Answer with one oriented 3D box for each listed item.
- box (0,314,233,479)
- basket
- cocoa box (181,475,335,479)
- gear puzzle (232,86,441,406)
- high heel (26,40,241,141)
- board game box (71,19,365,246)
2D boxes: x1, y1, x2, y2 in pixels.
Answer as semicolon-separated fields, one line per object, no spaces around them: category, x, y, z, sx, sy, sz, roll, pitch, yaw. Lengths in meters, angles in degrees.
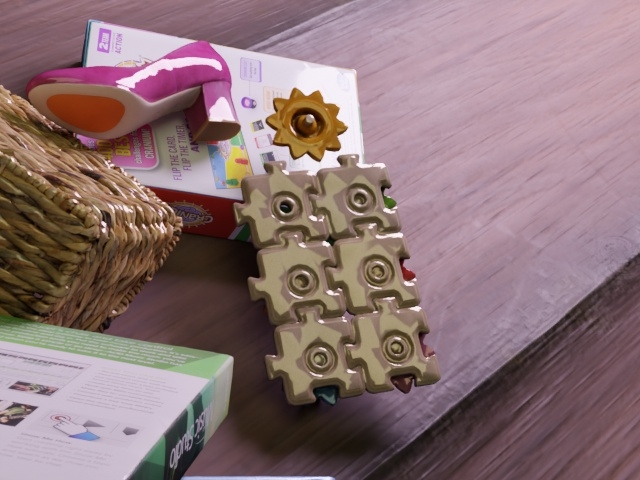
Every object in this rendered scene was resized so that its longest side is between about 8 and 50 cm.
box;-0.204;0.121;0.754;0.232;0.058;0.322;9;12;8
basket;-0.315;-0.011;1.046;0.299;0.213;0.223;34;9;9
cocoa box;-0.162;0.306;0.775;0.347;0.228;0.231;4;50;-18
gear puzzle;0.000;0.000;1.163;0.176;0.044;0.338;-7;71;-18
high heel;-0.189;-0.167;1.154;0.244;0.082;0.117;0;60;-37
board game box;-0.111;-0.114;1.264;0.317;0.064;0.242;9;49;-14
